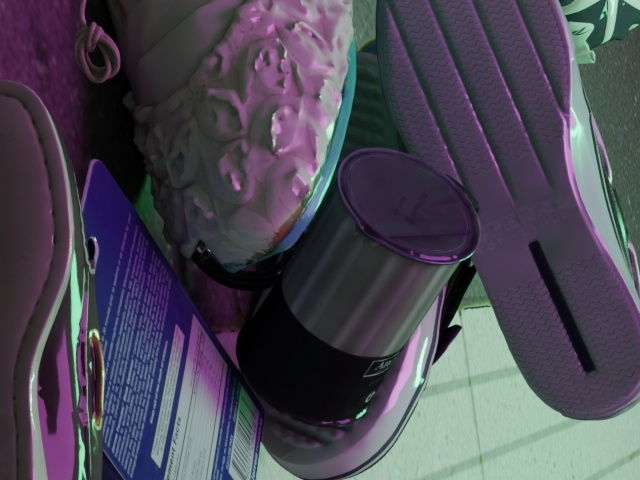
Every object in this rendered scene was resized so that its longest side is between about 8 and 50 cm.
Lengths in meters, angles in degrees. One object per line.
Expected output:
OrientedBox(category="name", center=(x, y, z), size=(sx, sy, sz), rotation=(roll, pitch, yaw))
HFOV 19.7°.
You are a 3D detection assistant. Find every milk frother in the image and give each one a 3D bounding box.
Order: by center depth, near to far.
OrientedBox(category="milk frother", center=(0.000, 0.000, 0.998), size=(0.134, 0.143, 0.129), rotation=(-59, 179, 36))

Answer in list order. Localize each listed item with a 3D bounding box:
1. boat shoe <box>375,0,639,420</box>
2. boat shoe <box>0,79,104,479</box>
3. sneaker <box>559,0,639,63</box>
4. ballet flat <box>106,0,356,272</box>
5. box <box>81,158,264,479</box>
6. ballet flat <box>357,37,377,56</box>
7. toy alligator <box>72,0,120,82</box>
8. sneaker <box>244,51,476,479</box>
OrientedBox(category="boat shoe", center=(0.119, -0.048, 1.161), size=(0.119, 0.121, 0.335), rotation=(-35, 108, -81))
OrientedBox(category="boat shoe", center=(-0.130, 0.050, 0.766), size=(0.069, 0.081, 0.227), rotation=(22, 68, -71))
OrientedBox(category="sneaker", center=(0.244, -0.258, 1.652), size=(0.153, 0.094, 0.235), rotation=(64, 27, -45))
OrientedBox(category="ballet flat", center=(-0.057, -0.155, 1.033), size=(0.409, 0.147, 0.147), rotation=(-83, 155, -46))
OrientedBox(category="box", center=(-0.090, 0.079, 0.922), size=(0.225, 0.037, 0.136), rotation=(63, 26, -45))
OrientedBox(category="ballet flat", center=(0.067, -0.039, 1.376), size=(0.077, 0.077, 0.231), rotation=(68, 14, -79))
OrientedBox(category="toy alligator", center=(-0.122, -0.174, 0.912), size=(0.051, 0.056, 0.189), rotation=(-40, 120, -68))
OrientedBox(category="sneaker", center=(0.036, 0.031, 1.165), size=(0.127, 0.126, 0.321), rotation=(54, 30, -42))
